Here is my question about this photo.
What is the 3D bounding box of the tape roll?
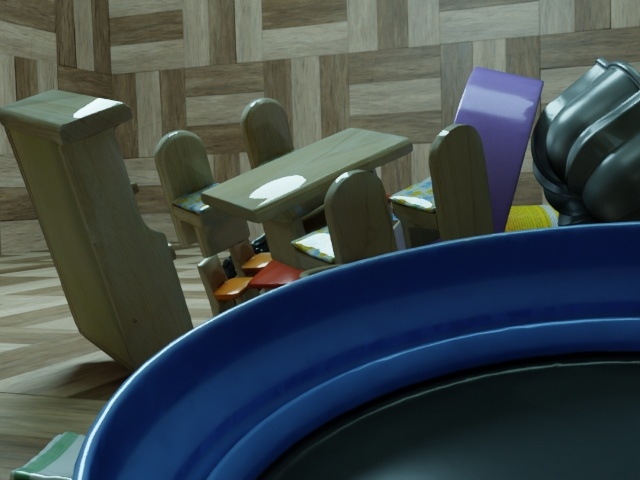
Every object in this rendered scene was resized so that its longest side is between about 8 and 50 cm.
[{"bbox_3d":[0.207,-0.077,1.113,0.090,0.275,0.275,15,6,11],"label":"tape roll"}]

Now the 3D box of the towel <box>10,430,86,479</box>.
[{"bbox_3d":[-0.099,0.135,0.532,0.152,0.023,0.113,-2,4,0],"label":"towel"}]

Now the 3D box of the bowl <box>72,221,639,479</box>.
[{"bbox_3d":[0.117,0.079,0.301,0.391,0.077,0.391,-6,15,2],"label":"bowl"}]

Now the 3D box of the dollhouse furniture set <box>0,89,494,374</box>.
[{"bbox_3d":[-0.089,-0.074,0.926,0.394,0.256,0.362,-27,27,-29],"label":"dollhouse furniture set"}]

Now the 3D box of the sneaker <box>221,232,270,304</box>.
[{"bbox_3d":[-0.038,0.007,1.373,0.271,0.100,0.108,-34,-18,16],"label":"sneaker"}]

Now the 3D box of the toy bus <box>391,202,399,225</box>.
[{"bbox_3d":[0.091,-0.020,1.584,0.149,0.211,0.220,-2,4,-34],"label":"toy bus"}]

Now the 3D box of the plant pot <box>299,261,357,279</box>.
[{"bbox_3d":[0.103,0.075,0.719,0.237,0.110,0.237,-2,2,0],"label":"plant pot"}]

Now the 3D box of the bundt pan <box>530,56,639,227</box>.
[{"bbox_3d":[0.355,-0.039,1.012,0.124,0.331,0.331,-31,2,3],"label":"bundt pan"}]

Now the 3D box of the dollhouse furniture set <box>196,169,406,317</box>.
[{"bbox_3d":[0.000,0.000,1.165,0.262,0.135,0.259,-2,25,32],"label":"dollhouse furniture set"}]

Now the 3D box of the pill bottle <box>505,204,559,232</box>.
[{"bbox_3d":[0.354,0.002,1.680,0.245,0.136,0.136,-2,3,-11],"label":"pill bottle"}]
